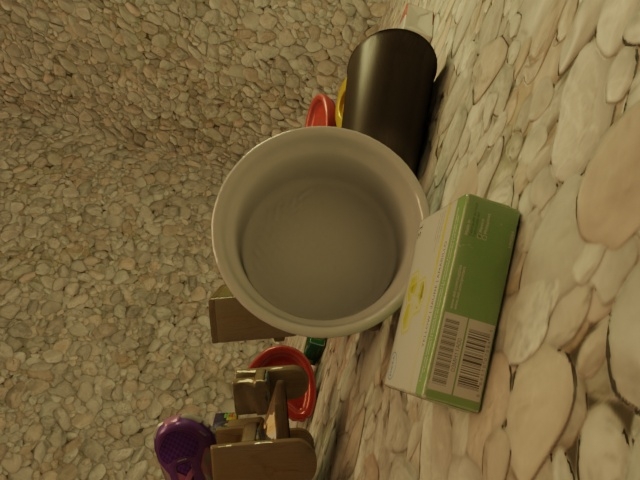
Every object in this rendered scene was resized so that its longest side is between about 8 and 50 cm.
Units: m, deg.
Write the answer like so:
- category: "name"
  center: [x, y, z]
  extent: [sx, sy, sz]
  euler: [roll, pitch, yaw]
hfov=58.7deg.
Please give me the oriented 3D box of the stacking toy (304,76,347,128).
- category: "stacking toy"
  center: [0.069, -0.199, 1.259]
  extent: [0.309, 0.130, 0.280]
  euler: [-167, 82, -68]

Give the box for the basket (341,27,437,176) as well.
- category: "basket"
  center: [0.105, -0.195, 0.955]
  extent: [0.204, 0.154, 0.227]
  euler: [114, 168, -66]

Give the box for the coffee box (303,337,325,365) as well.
- category: "coffee box"
  center: [-0.004, 0.219, 1.482]
  extent: [0.113, 0.040, 0.184]
  euler: [110, 175, -47]

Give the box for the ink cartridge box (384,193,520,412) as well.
- category: "ink cartridge box"
  center: [0.106, 0.066, 0.561]
  extent: [0.235, 0.056, 0.171]
  euler: [135, 151, -77]

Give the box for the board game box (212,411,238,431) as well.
- category: "board game box"
  center: [-0.179, 0.423, 1.056]
  extent: [0.170, 0.048, 0.141]
  euler: [-109, 16, -79]

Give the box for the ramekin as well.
- category: "ramekin"
  center: [0.000, 0.000, 0.770]
  extent: [0.135, 0.277, 0.278]
  euler: [96, -171, -73]

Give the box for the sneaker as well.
- category: "sneaker"
  center: [-0.188, 0.374, 0.848]
  extent: [0.104, 0.095, 0.237]
  euler: [-118, 18, -72]

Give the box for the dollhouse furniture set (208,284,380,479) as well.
- category: "dollhouse furniture set"
  center: [-0.031, 0.268, 0.946]
  extent: [0.362, 0.256, 0.395]
  euler: [-126, 31, -85]

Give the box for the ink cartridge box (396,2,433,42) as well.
- category: "ink cartridge box"
  center: [0.181, -0.399, 1.257]
  extent: [0.198, 0.067, 0.115]
  euler: [113, 172, -48]

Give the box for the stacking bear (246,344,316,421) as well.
- category: "stacking bear"
  center: [-0.097, 0.370, 1.419]
  extent: [0.289, 0.175, 0.164]
  euler: [97, -175, -67]
